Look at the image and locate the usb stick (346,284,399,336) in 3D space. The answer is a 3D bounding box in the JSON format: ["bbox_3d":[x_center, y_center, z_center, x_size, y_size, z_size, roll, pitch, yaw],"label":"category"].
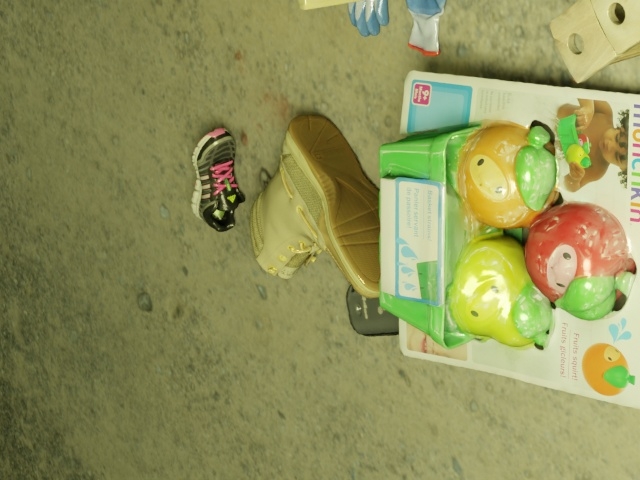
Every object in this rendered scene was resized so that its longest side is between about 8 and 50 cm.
[{"bbox_3d":[0.122,0.075,1.941,0.278,0.045,0.077,-9,98,56],"label":"usb stick"}]

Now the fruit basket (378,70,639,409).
[{"bbox_3d":[0.217,0.000,1.668,0.353,0.165,0.327,14,110,44],"label":"fruit basket"}]

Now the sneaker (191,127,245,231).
[{"bbox_3d":[-0.137,-0.079,2.228,0.075,0.063,0.170,47,143,33],"label":"sneaker"}]

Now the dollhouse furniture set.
[{"bbox_3d":[0.279,-0.264,1.493,0.129,0.129,0.183,-36,76,55],"label":"dollhouse furniture set"}]

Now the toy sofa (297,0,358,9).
[{"bbox_3d":[-0.058,-0.377,1.882,0.362,0.150,0.177,20,119,54],"label":"toy sofa"}]

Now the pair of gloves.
[{"bbox_3d":[0.081,-0.302,1.854,0.198,0.023,0.159,25,124,47],"label":"pair of gloves"}]

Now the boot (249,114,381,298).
[{"bbox_3d":[0.000,0.000,2.033,0.262,0.095,0.203,61,144,24],"label":"boot"}]
